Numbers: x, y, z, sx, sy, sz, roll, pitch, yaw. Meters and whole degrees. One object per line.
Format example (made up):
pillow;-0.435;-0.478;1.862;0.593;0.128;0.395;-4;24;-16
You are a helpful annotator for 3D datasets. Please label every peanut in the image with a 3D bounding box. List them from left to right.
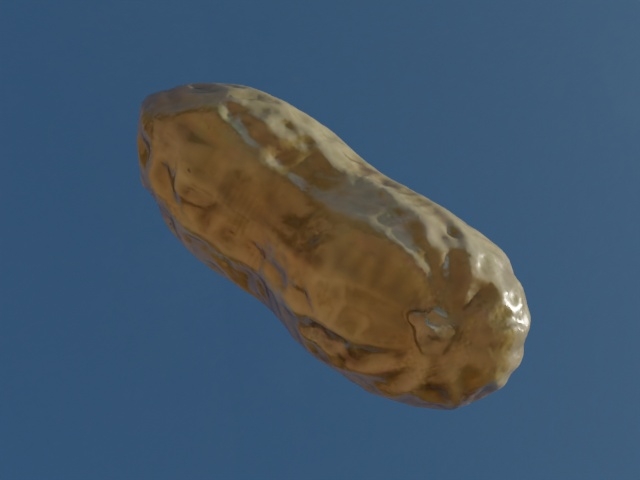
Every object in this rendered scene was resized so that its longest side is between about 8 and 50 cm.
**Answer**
peanut;0.000;0.000;1.041;0.325;0.153;0.140;35;-68;7
